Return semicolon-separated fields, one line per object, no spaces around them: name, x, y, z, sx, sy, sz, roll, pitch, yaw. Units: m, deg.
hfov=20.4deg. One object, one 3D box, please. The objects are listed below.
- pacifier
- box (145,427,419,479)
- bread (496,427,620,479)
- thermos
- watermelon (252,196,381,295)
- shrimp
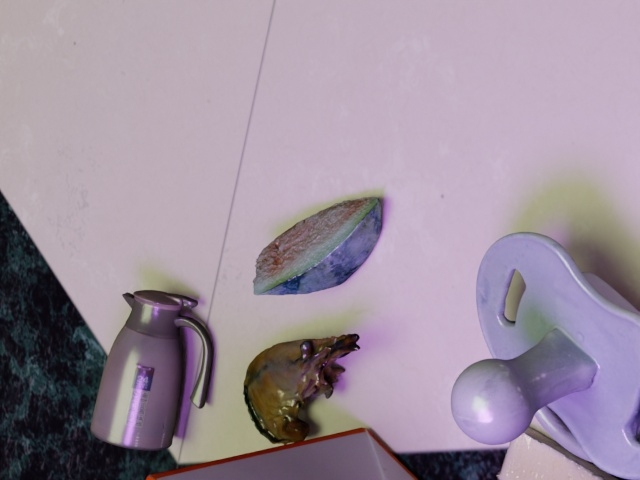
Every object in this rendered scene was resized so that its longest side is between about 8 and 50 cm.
pacifier;0.217;0.136;1.747;0.287;0.225;0.238;48;142;30
box;-0.014;0.411;1.888;0.318;0.348;0.257;42;120;30
bread;0.252;0.253;1.849;0.153;0.028;0.068;28;112;38
thermos;-0.202;0.159;2.222;0.137;0.105;0.193;15;98;14
watermelon;0.004;0.007;2.033;0.180;0.081;0.094;-22;62;25
shrimp;-0.003;0.165;2.055;0.262;0.066;0.117;-21;94;56
